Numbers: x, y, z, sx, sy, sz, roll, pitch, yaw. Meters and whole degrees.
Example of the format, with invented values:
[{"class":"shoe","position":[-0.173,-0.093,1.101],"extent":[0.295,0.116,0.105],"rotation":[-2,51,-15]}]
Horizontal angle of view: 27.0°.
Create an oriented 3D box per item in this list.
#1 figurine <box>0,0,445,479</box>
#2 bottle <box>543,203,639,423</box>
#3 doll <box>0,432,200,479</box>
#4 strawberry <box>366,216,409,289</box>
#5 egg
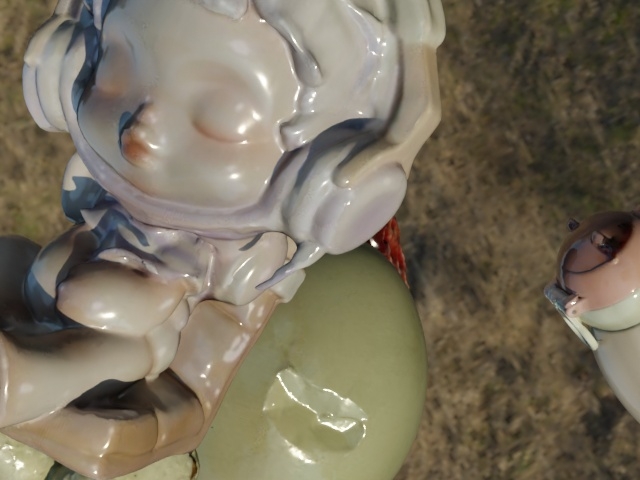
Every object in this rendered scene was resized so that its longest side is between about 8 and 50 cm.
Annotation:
[{"class":"figurine","position":[-0.049,-0.038,0.481],"extent":[0.162,0.236,0.141],"rotation":[32,-177,23]},{"class":"bottle","position":[0.316,0.067,1.300],"extent":[0.236,0.147,0.147],"rotation":[49,158,-26]},{"class":"doll","position":[-0.170,0.130,0.867],"extent":[0.278,0.175,0.149],"rotation":[45,113,21]},{"class":"strawberry","position":[0.001,-0.014,1.380],"extent":[0.280,0.150,0.253],"rotation":[30,131,0]},{"class":"egg","position":[-0.022,0.122,1.102],"extent":[0.219,0.219,0.269],"rotation":[29,99,46]}]
